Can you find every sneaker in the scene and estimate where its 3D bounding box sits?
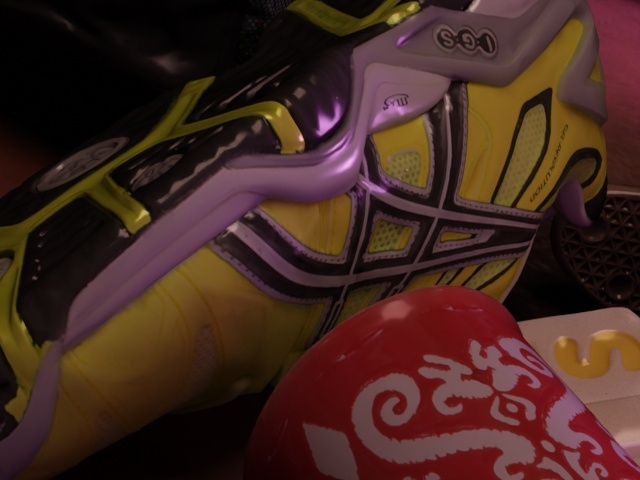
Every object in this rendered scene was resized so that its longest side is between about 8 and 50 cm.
[{"bbox_3d":[0.189,0.014,0.927,0.188,0.066,0.071,19,13,-16],"label":"sneaker"},{"bbox_3d":[0.000,0.000,0.727,0.385,0.147,0.145,-36,19,-36],"label":"sneaker"}]

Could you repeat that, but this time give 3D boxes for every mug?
[{"bbox_3d":[0.055,0.121,0.600,0.113,0.150,0.169,26,14,-46],"label":"mug"}]

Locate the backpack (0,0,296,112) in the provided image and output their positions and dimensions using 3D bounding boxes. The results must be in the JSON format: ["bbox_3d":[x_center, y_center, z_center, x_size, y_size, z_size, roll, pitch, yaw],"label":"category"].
[{"bbox_3d":[-0.080,-0.188,0.933,0.277,0.213,0.263,29,23,15],"label":"backpack"}]

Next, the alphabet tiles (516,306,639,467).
[{"bbox_3d":[0.157,0.112,0.682,0.278,0.021,0.284,-7,36,-9],"label":"alphabet tiles"}]
